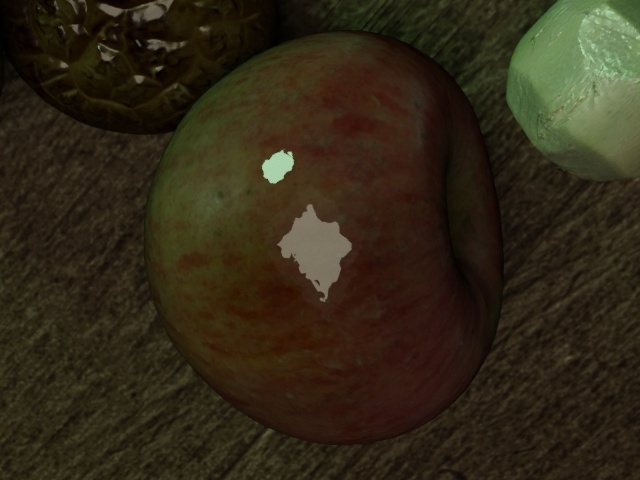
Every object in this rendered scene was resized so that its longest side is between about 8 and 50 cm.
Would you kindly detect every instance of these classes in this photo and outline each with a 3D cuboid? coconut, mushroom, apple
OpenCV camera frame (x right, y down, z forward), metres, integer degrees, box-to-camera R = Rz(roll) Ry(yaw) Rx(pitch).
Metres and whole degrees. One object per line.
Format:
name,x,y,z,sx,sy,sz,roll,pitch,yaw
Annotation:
coconut,0.244,-0.137,1.201,0.161,0.161,0.162,38,120,-9
mushroom,-0.162,-0.201,1.241,0.253,0.153,0.253,6,123,10
apple,0.000,0.000,1.214,0.269,0.345,0.344,-6,113,24

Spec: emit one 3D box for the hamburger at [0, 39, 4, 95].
hamburger,-0.340,-0.207,1.210,0.134,0.265,0.284,-26,120,-23
